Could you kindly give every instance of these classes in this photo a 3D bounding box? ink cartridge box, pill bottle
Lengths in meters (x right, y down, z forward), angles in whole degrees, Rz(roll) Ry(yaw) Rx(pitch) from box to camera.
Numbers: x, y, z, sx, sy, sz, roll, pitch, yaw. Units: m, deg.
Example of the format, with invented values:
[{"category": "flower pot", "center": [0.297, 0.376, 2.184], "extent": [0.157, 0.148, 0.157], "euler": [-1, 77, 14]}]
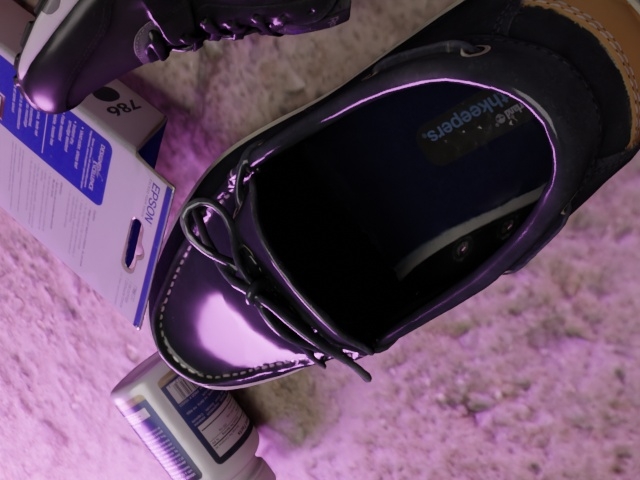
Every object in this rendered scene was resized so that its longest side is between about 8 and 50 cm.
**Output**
[{"category": "ink cartridge box", "center": [-0.235, -0.086, 0.707], "extent": [0.332, 0.065, 0.165], "euler": [39, 131, 18]}, {"category": "pill bottle", "center": [-0.119, 0.188, 0.804], "extent": [0.094, 0.094, 0.169], "euler": [-29, 100, 40]}]

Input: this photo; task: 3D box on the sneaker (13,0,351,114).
[{"category": "sneaker", "center": [-0.048, -0.153, 0.475], "extent": [0.283, 0.107, 0.124], "euler": [-42, 102, 7]}]

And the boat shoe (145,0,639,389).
[{"category": "boat shoe", "center": [0.000, 0.000, 0.577], "extent": [0.187, 0.156, 0.500], "euler": [51, 133, -6]}]
